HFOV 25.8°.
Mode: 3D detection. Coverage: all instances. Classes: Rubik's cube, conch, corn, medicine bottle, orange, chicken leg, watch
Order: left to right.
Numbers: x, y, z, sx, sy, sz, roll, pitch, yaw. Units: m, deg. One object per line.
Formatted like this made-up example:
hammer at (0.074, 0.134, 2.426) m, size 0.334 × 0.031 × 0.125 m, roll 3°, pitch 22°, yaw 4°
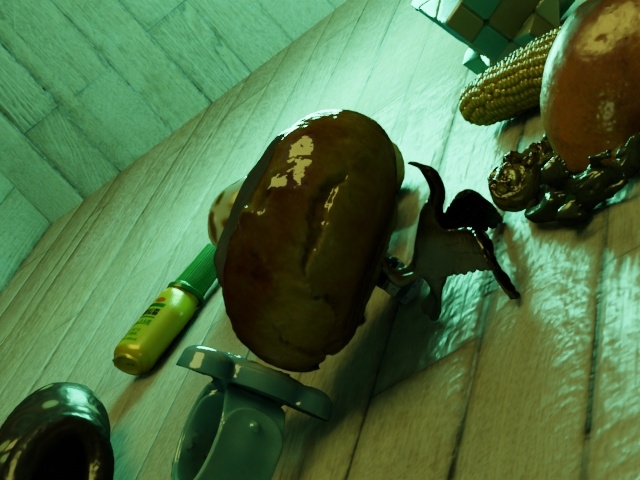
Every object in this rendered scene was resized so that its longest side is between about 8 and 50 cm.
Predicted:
medicine bottle at (-0.269, 0.124, 2.588) m, size 0.111 × 0.076 × 0.309 m, roll -18°, pitch 28°, yaw 52°
watch at (-0.113, 0.246, 1.781) m, size 0.211 × 0.211 × 0.193 m, roll -1°, pitch 67°, yaw 66°
conch at (-0.110, -0.029, 2.484) m, size 0.275 × 0.182 × 0.149 m, roll -51°, pitch 38°, yaw 29°
Rubik's cube at (0.299, -0.399, 2.390) m, size 0.224 × 0.213 × 0.265 m, roll -55°, pitch 26°, yaw 9°
chicken leg at (0.287, -0.104, 1.901) m, size 0.178 × 0.070 × 0.093 m, roll -41°, pitch -17°, yaw -45°
corn at (0.330, -0.256, 2.116) m, size 0.310 × 0.101 × 0.101 m, roll -24°, pitch 24°, yaw 43°
orange at (0.425, -0.221, 1.832) m, size 0.274 × 0.274 × 0.310 m, roll -71°, pitch 2°, yaw -59°

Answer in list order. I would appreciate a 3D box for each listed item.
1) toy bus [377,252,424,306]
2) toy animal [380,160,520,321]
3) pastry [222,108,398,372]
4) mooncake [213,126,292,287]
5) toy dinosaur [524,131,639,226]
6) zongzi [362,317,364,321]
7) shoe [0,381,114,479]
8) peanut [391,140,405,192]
toy bus at (0.103, 0.054, 1.927) m, size 0.052 × 0.058 × 0.102 m, roll -53°, pitch 13°, yaw 0°
toy animal at (0.147, 0.000, 1.762) m, size 0.160 × 0.197 × 0.272 m, roll -43°, pitch 20°, yaw 7°
pastry at (0.000, 0.000, 1.776) m, size 0.356 × 0.164 × 0.356 m, roll 20°, pitch -90°, yaw -75°
mooncake at (-0.032, -0.031, 2.178) m, size 0.306 × 0.154 × 0.306 m, roll -41°, pitch 31°, yaw 31°
toy dinosaur at (0.340, -0.059, 1.746) m, size 0.187 × 0.087 × 0.179 m, roll -22°, pitch -16°, yaw 15°
zongzi at (0.027, 0.107, 2.013) m, size 0.073 × 0.067 × 0.083 m, roll -52°, pitch -4°, yaw 9°
shoe at (-0.414, 0.340, 2.194) m, size 0.237 × 0.171 × 0.384 m, roll -38°, pitch 17°, yaw 36°
peanut at (0.063, -0.105, 2.353) m, size 0.236 × 0.110 × 0.120 m, roll -29°, pitch 41°, yaw 59°
